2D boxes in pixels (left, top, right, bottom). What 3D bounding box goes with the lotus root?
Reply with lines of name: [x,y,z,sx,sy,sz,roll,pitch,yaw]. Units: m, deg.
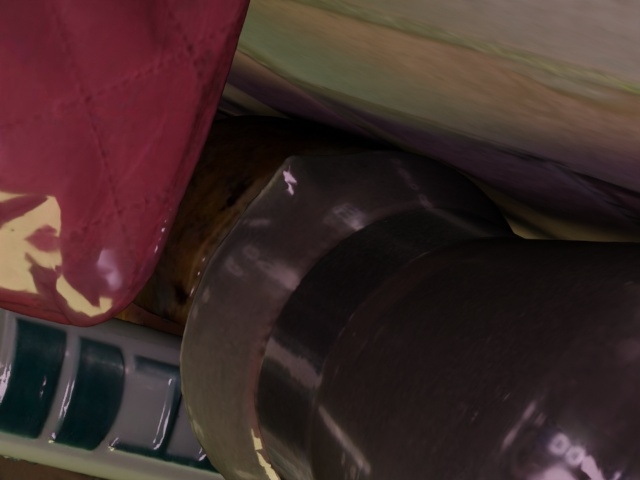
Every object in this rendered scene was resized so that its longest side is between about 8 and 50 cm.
lotus root: [0.000,0.011,1.079,0.235,0.138,0.119,26,-179,-43]

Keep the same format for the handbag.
handbag: [-0.120,-0.064,0.589,0.135,0.146,0.225,22,180,-24]

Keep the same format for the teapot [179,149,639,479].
teapot: [0.109,0.110,0.874,0.344,0.253,0.300,32,153,58]

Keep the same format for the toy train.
toy train: [-0.004,0.110,1.069,0.407,0.086,0.088,17,171,-30]

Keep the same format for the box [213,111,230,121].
box: [0.000,0.000,1.321,0.215,0.086,0.215,24,177,2]

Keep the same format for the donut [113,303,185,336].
donut: [-0.127,-0.001,1.137,0.085,0.233,0.199,-17,-165,35]
